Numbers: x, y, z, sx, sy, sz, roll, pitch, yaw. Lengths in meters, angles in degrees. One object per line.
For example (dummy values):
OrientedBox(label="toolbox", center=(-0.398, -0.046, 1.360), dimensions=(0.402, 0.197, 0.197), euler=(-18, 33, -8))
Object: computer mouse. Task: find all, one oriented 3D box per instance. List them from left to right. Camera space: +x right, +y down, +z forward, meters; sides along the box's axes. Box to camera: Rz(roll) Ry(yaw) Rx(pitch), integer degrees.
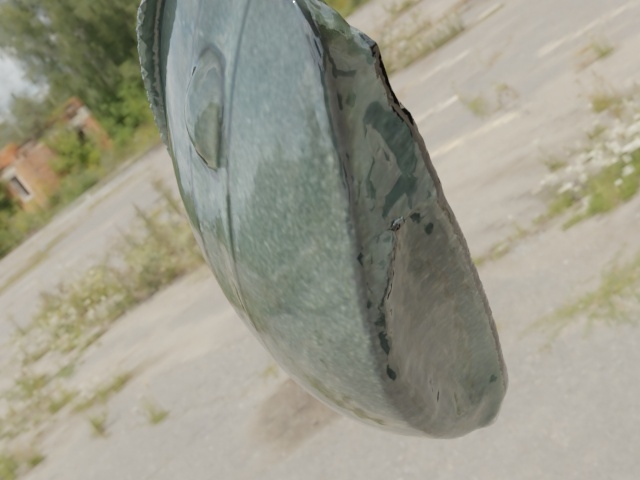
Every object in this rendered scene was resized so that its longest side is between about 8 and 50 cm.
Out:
OrientedBox(label="computer mouse", center=(-0.002, 0.003, 0.598), dimensions=(0.114, 0.374, 0.203), euler=(-36, 46, -7))
